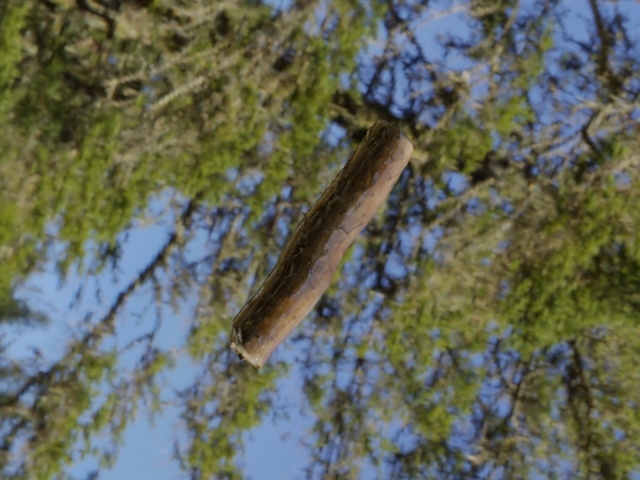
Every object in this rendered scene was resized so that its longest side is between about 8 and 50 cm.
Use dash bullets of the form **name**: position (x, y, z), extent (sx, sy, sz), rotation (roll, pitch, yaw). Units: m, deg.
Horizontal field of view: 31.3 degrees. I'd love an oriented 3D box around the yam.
- **yam**: position (0.000, 0.000, 0.966), extent (0.241, 0.057, 0.057), rotation (-56, -155, -11)
